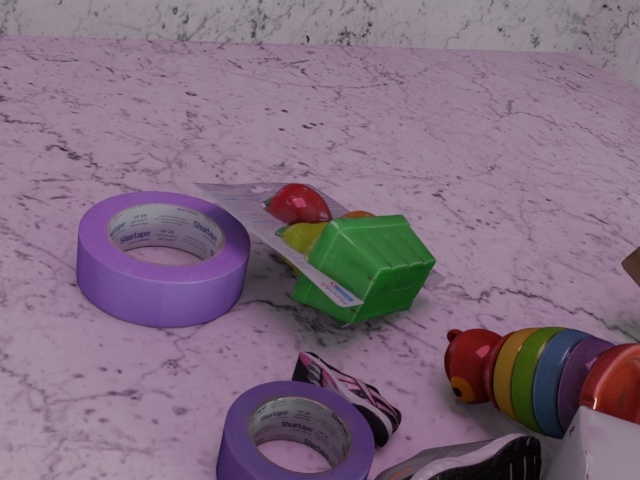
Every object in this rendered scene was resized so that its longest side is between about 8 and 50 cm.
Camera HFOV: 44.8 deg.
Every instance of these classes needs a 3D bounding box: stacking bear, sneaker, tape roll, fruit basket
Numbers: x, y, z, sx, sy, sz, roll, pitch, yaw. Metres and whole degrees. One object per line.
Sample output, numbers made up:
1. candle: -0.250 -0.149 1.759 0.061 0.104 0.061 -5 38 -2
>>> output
1. stacking bear: 0.301 0.196 1.098 0.289 0.175 0.164 8 43 46
2. sneaker: 0.038 0.222 1.100 0.178 0.072 0.077 39 26 24
3. tape roll: -0.032 0.268 0.969 0.189 0.080 0.189 10 30 -6
4. tape roll: -0.256 0.024 1.273 0.275 0.090 0.275 9 31 -6
5. fruit basket: 0.000 0.000 1.322 0.353 0.165 0.327 31 21 30
6. sneaker: 0.185 0.297 0.995 0.271 0.100 0.108 0 3 -36

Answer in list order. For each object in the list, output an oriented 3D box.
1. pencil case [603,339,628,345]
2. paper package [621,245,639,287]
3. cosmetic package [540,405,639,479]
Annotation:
1. pencil case: 0.472 0.219 1.219 0.273 0.113 0.124 9 39 -7
2. paper package: 0.734 0.129 1.331 0.309 0.168 0.325 26 24 -27
3. cosmetic package: 0.443 0.349 0.862 0.365 0.155 0.197 17 35 7
